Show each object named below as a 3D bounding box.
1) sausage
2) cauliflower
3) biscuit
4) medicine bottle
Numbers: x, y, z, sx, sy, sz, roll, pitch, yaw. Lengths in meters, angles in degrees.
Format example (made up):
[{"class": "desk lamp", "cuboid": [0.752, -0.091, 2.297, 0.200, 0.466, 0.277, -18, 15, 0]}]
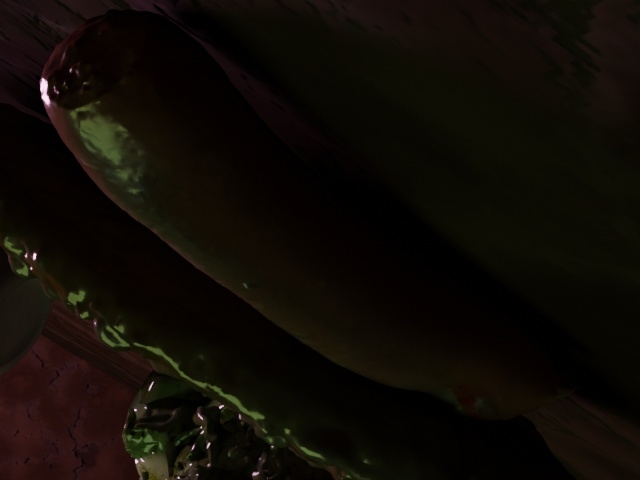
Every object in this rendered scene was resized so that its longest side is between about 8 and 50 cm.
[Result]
[{"class": "sausage", "cuboid": [0.000, 0.001, 0.393, 0.047, 0.040, 0.177, -28, 135, 24]}, {"class": "cauliflower", "cuboid": [-0.065, 0.185, 1.067, 0.272, 0.275, 0.250, 15, -138, -58]}, {"class": "biscuit", "cuboid": [-0.040, 0.016, 0.488, 0.290, 0.038, 0.141, 32, -174, 18]}, {"class": "medicine bottle", "cuboid": [-0.288, 0.023, 1.170, 0.168, 0.105, 0.105, 27, 170, 18]}]
